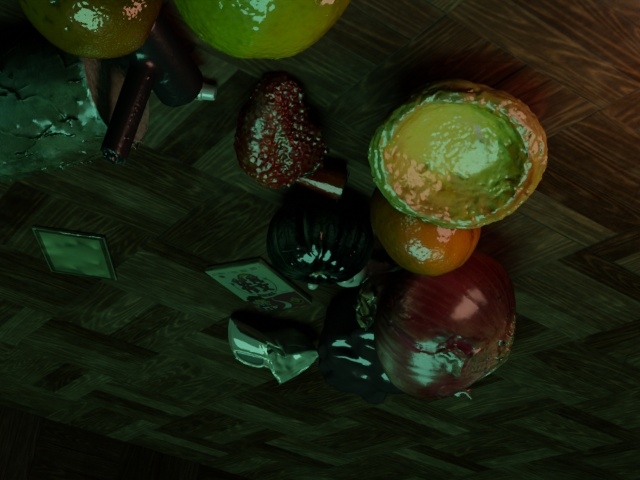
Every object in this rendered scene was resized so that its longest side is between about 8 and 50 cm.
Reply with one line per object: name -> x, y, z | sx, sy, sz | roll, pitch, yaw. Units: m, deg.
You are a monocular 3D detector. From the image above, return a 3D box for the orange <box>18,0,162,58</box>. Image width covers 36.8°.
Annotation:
orange -> -0.321, -0.351, 1.344 | 0.206, 0.206, 0.206 | 6, 152, 4

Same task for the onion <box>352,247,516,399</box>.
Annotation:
onion -> 0.265, 0.177, 2.006 | 0.354, 0.353, 0.353 | 6, 152, 4

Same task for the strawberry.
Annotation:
strawberry -> -0.088, -0.166, 1.674 | 0.175, 0.106, 0.236 | -1, 138, 34

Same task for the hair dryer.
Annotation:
hair dryer -> -0.284, -0.229, 1.497 | 0.089, 0.251, 0.197 | 8, 156, 23

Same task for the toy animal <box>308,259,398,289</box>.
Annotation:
toy animal -> 0.070, 0.053, 2.111 | 0.182, 0.131, 0.127 | 8, -175, 16

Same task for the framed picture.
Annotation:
framed picture -> -0.586, 0.034, 2.309 | 0.173, 0.010, 0.231 | 9, 152, 0

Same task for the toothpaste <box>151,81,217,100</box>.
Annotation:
toothpaste -> -0.286, -0.270, 1.651 | 0.218, 0.033, 0.052 | 11, 146, 5

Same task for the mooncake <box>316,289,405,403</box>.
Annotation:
mooncake -> 0.171, 0.257, 2.329 | 0.381, 0.212, 0.350 | -19, 135, 37

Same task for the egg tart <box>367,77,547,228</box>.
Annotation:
egg tart -> 0.226, -0.152, 1.580 | 0.294, 0.123, 0.294 | 1, 127, 2

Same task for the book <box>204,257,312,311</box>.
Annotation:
book -> -0.146, 0.110, 2.320 | 0.162, 0.022, 0.232 | -11, 147, 31

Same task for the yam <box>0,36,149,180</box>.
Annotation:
yam -> -0.467, -0.227, 1.593 | 0.348, 0.241, 0.241 | -8, 148, 25

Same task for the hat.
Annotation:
hat -> -0.130, 0.264, 2.549 | 0.226, 0.164, 0.219 | 46, 154, 13

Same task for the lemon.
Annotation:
lemon -> -0.069, -0.353, 1.209 | 0.267, 0.267, 0.267 | 6, 152, 4

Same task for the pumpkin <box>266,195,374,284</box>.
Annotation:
pumpkin -> 0.000, 0.000, 1.932 | 0.221, 0.161, 0.220 | 7, 163, 2

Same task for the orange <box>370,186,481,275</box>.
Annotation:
orange -> 0.195, -0.041, 1.747 | 0.170, 0.224, 0.224 | -36, 132, 26

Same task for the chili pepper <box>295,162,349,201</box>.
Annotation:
chili pepper -> -0.035, -0.131, 1.817 | 0.169, 0.065, 0.088 | 18, 172, -4
